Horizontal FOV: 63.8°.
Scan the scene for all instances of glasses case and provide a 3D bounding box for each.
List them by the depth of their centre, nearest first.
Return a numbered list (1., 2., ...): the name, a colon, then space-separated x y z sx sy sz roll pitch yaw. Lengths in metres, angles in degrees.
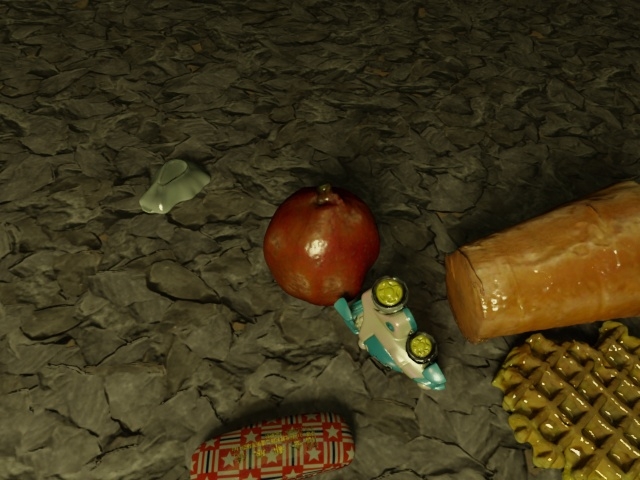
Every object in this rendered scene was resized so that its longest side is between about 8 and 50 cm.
1. glasses case: -0.056 0.249 0.609 0.195 0.049 0.073 -9 52 -13

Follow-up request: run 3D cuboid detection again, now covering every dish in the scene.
1. dish: -0.255 -0.103 0.880 0.091 0.039 0.137 24 52 13

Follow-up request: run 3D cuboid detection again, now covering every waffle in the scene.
1. waffle: 0.358 0.205 0.683 0.253 0.056 0.249 15 51 8

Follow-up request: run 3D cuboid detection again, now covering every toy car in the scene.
1. toy car: 0.095 0.135 0.688 0.098 0.126 0.161 -26 66 2

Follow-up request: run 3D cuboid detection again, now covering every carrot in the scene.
1. carrot: 0.310 0.031 0.710 0.254 0.196 0.196 -11 52 1

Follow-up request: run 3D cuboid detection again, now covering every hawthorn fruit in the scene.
1. hawthorn fruit: 0.000 0.000 0.728 0.169 0.188 0.169 -2 51 2
